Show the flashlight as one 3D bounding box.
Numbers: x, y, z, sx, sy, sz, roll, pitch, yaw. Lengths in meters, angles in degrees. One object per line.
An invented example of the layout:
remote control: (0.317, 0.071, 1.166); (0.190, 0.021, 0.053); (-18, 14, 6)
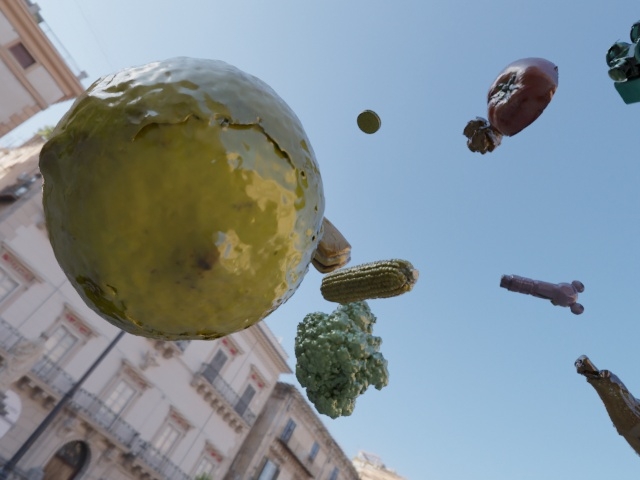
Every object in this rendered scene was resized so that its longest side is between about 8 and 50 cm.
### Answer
flashlight: (0.300, 0.068, 0.661); (0.110, 0.052, 0.031); (13, -29, 10)

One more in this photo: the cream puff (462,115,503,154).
cream puff: (0.485, -0.318, 1.447); (0.115, 0.122, 0.094); (-22, -50, -2)

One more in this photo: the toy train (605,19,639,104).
toy train: (0.710, -0.387, 1.024); (0.154, 0.198, 0.107); (49, -2, -12)

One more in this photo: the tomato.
tomato: (0.525, -0.395, 1.302); (0.085, 0.225, 0.225); (24, -33, -21)

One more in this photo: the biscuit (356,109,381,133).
biscuit: (0.161, -0.393, 1.608); (0.083, 0.023, 0.084); (19, -44, 19)

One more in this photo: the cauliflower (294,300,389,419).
cauliflower: (0.076, 0.314, 1.325); (0.260, 0.327, 0.281); (9, -9, 44)

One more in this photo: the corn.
corn: (0.094, 0.086, 0.996); (0.238, 0.080, 0.080); (-16, -57, 39)

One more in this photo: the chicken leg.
chicken leg: (0.512, 0.269, 0.804); (0.207, 0.101, 0.085); (49, -6, 10)

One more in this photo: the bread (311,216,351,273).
bread: (0.000, 0.000, 1.385); (0.200, 0.115, 0.077); (49, -40, 30)

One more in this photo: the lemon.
lemon: (-0.169, -0.055, 0.628); (0.350, 0.349, 0.387); (54, -2, -27)
